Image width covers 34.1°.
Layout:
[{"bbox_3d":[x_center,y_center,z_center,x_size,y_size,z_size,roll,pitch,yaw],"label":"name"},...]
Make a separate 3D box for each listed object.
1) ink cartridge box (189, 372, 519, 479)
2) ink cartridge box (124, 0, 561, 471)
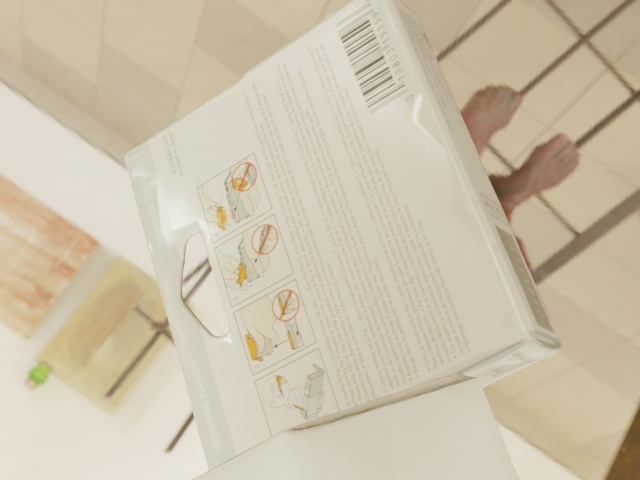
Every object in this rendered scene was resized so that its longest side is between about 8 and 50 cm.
[{"bbox_3d":[0.022,0.235,0.492,0.211,0.121,0.289,-37,69,46],"label":"ink cartridge box"},{"bbox_3d":[0.000,0.000,0.715,0.239,0.275,0.060,-30,153,23],"label":"ink cartridge box"}]
